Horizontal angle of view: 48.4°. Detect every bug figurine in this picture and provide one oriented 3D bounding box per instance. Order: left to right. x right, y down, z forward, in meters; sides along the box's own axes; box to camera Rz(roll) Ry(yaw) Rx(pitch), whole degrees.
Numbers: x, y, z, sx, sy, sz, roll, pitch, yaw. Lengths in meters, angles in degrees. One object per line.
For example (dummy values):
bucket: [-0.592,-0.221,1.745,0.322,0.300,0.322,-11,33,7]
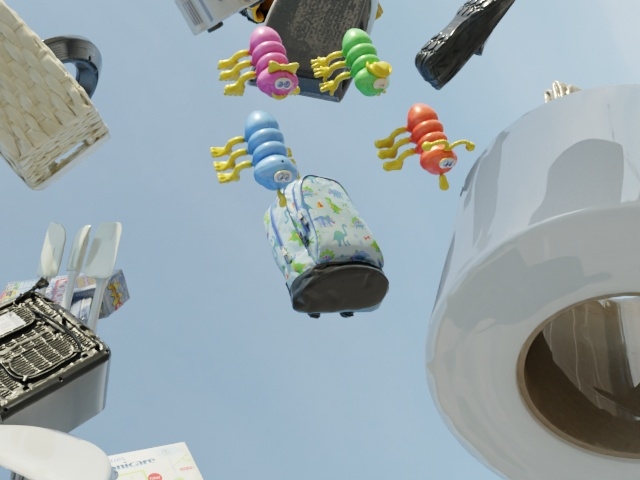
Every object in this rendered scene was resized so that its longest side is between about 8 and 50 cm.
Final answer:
bug figurine: [0.017,-0.136,0.736,0.279,0.072,0.216,-9,-118,-28]

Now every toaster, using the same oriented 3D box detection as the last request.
toaster: [-0.364,0.156,0.875,0.185,0.168,0.110,-31,-37,-47]

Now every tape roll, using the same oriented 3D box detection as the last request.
tape roll: [0.202,0.040,0.471,0.246,0.246,0.169,66,-152,-24]

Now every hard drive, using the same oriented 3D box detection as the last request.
hard drive: [-0.008,-0.342,1.145,0.054,0.172,0.255,86,-160,-59]

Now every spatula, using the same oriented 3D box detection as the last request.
spatula: [-0.360,0.089,1.008,0.019,0.168,0.242,31,-114,-58]

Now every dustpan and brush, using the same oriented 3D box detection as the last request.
dustpan and brush: [-0.233,0.211,0.650,0.211,0.147,0.060,24,-96,-75]

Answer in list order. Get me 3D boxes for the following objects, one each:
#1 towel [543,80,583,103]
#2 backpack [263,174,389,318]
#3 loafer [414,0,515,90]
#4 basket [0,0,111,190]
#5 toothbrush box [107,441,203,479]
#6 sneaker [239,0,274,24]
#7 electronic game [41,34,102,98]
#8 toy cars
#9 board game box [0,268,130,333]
towel: [0.404,-0.084,0.958,0.282,0.049,0.187,29,-131,-25]
backpack: [0.000,0.000,1.860,0.290,0.355,0.273,5,-59,-36]
loafer: [0.261,-0.359,1.246,0.223,0.076,0.078,-45,-57,-1]
basket: [-0.322,-0.155,0.762,0.113,0.103,0.167,-41,-89,-15]
toothbrush box: [-0.331,0.562,1.436,0.206,0.283,0.122,-1,-62,-32]
sneaker: [-0.145,-0.495,1.454,0.088,0.225,0.093,65,-144,-53]
electronic game: [-0.436,-0.228,1.105,0.048,0.229,0.229,47,-129,6]
toy cars: [-0.080,-0.431,1.319,0.087,0.393,0.176,-89,12,-65]
board game box: [-0.406,0.109,1.125,0.194,0.194,0.060,-13,-66,-9]
